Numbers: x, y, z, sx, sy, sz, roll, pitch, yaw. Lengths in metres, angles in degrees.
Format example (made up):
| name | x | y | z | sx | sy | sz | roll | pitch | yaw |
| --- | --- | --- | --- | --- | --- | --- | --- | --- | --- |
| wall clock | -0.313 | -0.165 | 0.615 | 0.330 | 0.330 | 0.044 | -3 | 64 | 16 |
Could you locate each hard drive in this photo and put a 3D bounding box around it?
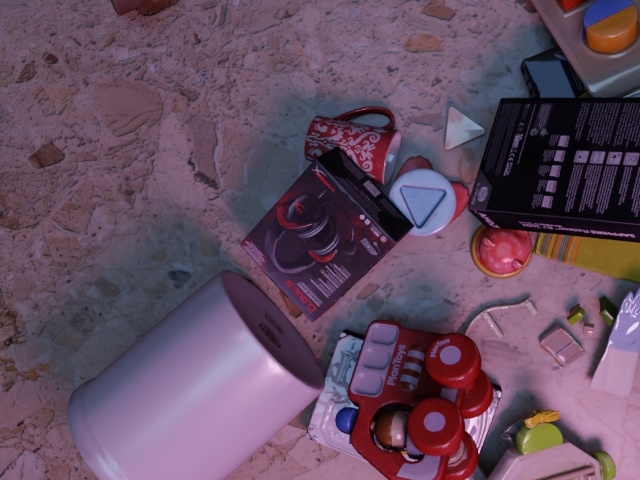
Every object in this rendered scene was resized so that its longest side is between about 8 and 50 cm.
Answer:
| name | x | y | z | sx | sy | sz | roll | pitch | yaw |
| --- | --- | --- | --- | --- | --- | --- | --- | --- | --- |
| hard drive | 0.164 | 0.344 | 1.674 | 0.339 | 0.064 | 0.237 | 21 | 95 | 10 |

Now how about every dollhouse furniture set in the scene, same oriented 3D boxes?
| name | x | y | z | sx | sy | sz | roll | pitch | yaw |
| --- | --- | --- | --- | --- | --- | --- | --- | --- | --- |
| dollhouse furniture set | 0.502 | 0.172 | 1.626 | 0.076 | 0.058 | 0.151 | 45 | 118 | -2 |

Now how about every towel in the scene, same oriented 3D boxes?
| name | x | y | z | sx | sy | sz | roll | pitch | yaw |
| --- | --- | --- | --- | --- | --- | --- | --- | --- | --- |
| towel | 0.521 | 0.008 | 1.578 | 0.237 | 0.021 | 0.102 | 15 | 96 | -11 |

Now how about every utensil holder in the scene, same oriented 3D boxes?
| name | x | y | z | sx | sy | sz | roll | pitch | yaw |
| --- | --- | --- | --- | --- | --- | --- | --- | --- | --- |
| utensil holder | -0.230 | 0.292 | 1.612 | 0.385 | 0.327 | 0.327 | -41 | 85 | 8 |

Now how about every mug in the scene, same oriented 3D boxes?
| name | x | y | z | sx | sy | sz | roll | pitch | yaw |
| --- | --- | --- | --- | --- | --- | --- | --- | --- | --- |
| mug | 0.068 | -0.192 | 1.665 | 0.169 | 0.150 | 0.113 | 15 | 131 | 13 |

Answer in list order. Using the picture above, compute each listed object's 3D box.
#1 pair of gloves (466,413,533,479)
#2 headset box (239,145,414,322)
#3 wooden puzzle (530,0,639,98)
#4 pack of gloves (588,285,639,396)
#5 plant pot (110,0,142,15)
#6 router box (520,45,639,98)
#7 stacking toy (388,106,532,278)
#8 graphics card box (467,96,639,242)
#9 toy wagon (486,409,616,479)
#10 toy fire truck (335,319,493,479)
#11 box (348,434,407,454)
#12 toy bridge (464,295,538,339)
| name | x | y | z | sx | sy | sz | roll | pitch | yaw |
| --- | --- | --- | --- | --- | --- | --- | --- | --- | --- |
| pair of gloves | 0.374 | 0.465 | 1.614 | 0.240 | 0.042 | 0.204 | -31 | 100 | -1 |
| headset box | 0.000 | 0.000 | 1.626 | 0.218 | 0.110 | 0.293 | 47 | 122 | 4 |
| wooden puzzle | 0.561 | -0.458 | 1.500 | 0.322 | 0.080 | 0.348 | -25 | 63 | 8 |
| pack of gloves | 0.636 | 0.194 | 1.585 | 0.195 | 0.046 | 0.232 | 14 | 110 | -2 |
| plant pot | -0.349 | -0.607 | 1.657 | 0.229 | 0.263 | 0.263 | -23 | 88 | -8 |
| router box | 0.564 | -0.280 | 1.567 | 0.309 | 0.081 | 0.243 | -21 | 88 | 10 |
| stacking toy | 0.297 | -0.094 | 1.599 | 0.309 | 0.130 | 0.279 | 26 | 97 | 8 |
| graphics card box | 0.453 | -0.124 | 1.420 | 0.371 | 0.094 | 0.233 | 7 | 73 | 39 |
| toy wagon | 0.423 | 0.469 | 1.569 | 0.267 | 0.068 | 0.344 | -12 | 102 | -12 |
| toy fire truck | 0.165 | 0.297 | 1.533 | 0.254 | 0.169 | 0.302 | 6 | 58 | 26 |
| box | 0.143 | 0.376 | 1.616 | 0.169 | 0.059 | 0.054 | 9 | 92 | 10 |
| toy bridge | 0.338 | 0.165 | 1.653 | 0.188 | 0.026 | 0.063 | -36 | 85 | 9 |
